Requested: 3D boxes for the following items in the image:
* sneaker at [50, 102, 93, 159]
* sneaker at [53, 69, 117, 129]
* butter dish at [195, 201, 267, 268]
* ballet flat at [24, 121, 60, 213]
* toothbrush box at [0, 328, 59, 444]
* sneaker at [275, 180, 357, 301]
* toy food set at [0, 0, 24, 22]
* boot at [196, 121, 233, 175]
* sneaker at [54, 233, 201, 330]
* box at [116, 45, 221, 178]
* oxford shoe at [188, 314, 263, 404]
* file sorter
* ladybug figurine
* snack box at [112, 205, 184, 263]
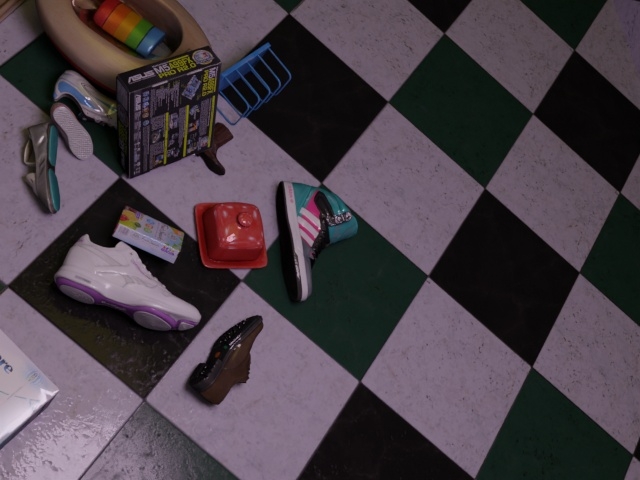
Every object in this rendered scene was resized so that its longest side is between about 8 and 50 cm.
[{"bbox_3d":[-0.539,-0.241,1.895,0.051,0.070,0.134,-33,125,-11],"label":"sneaker"},{"bbox_3d":[-0.480,-0.283,1.944,0.237,0.085,0.086,32,84,-15],"label":"sneaker"},{"bbox_3d":[-0.184,-0.027,1.944,0.160,0.118,0.160,1,68,-26],"label":"butter dish"},{"bbox_3d":[-0.585,-0.148,1.838,0.068,0.072,0.213,-8,68,-1],"label":"ballet flat"},{"bbox_3d":[-0.652,0.301,1.551,0.216,0.126,0.295,47,54,0],"label":"toothbrush box"},{"bbox_3d":[0.000,0.000,2.029,0.178,0.124,0.295,0,66,-17],"label":"sneaker"},{"bbox_3d":[-0.787,-0.556,1.897,0.219,0.092,0.306,37,56,-7],"label":"toy food set"},{"bbox_3d":[-0.233,-0.218,2.058,0.106,0.037,0.114,44,51,0],"label":"boot"},{"bbox_3d":[-0.377,0.084,1.796,0.305,0.114,0.152,25,57,-15],"label":"sneaker"},{"bbox_3d":[-0.327,-0.271,1.880,0.216,0.270,0.060,-26,63,-27],"label":"box"},{"bbox_3d":[-0.182,0.252,1.852,0.096,0.083,0.227,52,54,-21],"label":"oxford shoe"},{"bbox_3d":[-0.171,-0.372,2.111,0.104,0.118,0.170,50,56,-2],"label":"file sorter"},{"bbox_3d":[-0.442,-0.451,1.978,0.449,0.162,0.305,38,52,-5],"label":"ladybug figurine"},{"bbox_3d":[-0.364,-0.014,1.864,0.141,0.037,0.100,26,21,-14],"label":"snack box"}]
